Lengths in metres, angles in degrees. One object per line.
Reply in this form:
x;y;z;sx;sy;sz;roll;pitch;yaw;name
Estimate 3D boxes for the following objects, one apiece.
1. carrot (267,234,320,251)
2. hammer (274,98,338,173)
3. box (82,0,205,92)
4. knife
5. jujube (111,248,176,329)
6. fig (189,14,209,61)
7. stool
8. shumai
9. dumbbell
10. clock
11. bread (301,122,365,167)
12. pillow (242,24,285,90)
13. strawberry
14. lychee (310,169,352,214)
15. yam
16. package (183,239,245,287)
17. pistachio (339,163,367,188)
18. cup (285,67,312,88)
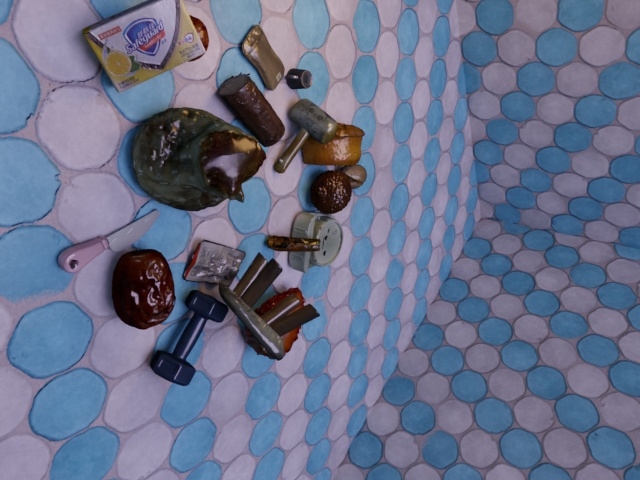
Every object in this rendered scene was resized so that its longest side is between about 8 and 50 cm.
-0.106;0.015;1.919;0.228;0.069;0.069;3;104;-13;carrot
-0.086;-0.396;1.832;0.305;0.202;0.113;-51;170;2;hammer
-0.464;-0.528;1.225;0.265;0.097;0.169;-29;130;-12;box
-0.609;0.003;1.374;0.336;0.043;0.081;-35;135;-43;knife
-0.543;0.150;1.416;0.183;0.183;0.244;-18;109;-49;jujube
-0.390;-0.611;1.367;0.128;0.128;0.151;41;44;-51;fig
-0.191;0.230;1.660;0.226;0.310;0.310;-40;105;-12;stool
-0.332;-0.235;1.410;0.397;0.323;0.325;12;92;-53;shumai
-0.456;0.337;1.612;0.143;0.156;0.317;33;75;-22;dumbbell
0.000;0.000;2.111;0.324;0.108;0.266;-9;110;-51;clock
0.081;-0.410;2.001;0.340;0.178;0.195;-14;115;-49;bread
-0.199;-0.655;1.662;0.217;0.033;0.130;47;63;-49;pillow
-0.194;0.337;1.972;0.336;0.149;0.265;-52;133;-42;strawberry
0.046;-0.212;2.026;0.238;0.200;0.200;-16;116;-63;lychee
-0.231;-0.456;1.624;0.131;0.131;0.280;-62;143;-16;yam
-0.386;0.088;1.695;0.231;0.040;0.166;18;99;-50;package
0.150;-0.308;2.192;0.184;0.124;0.125;3;101;-46;pistachio
-0.087;-0.626;1.784;0.100;0.077;0.078;-12;112;-50;cup
